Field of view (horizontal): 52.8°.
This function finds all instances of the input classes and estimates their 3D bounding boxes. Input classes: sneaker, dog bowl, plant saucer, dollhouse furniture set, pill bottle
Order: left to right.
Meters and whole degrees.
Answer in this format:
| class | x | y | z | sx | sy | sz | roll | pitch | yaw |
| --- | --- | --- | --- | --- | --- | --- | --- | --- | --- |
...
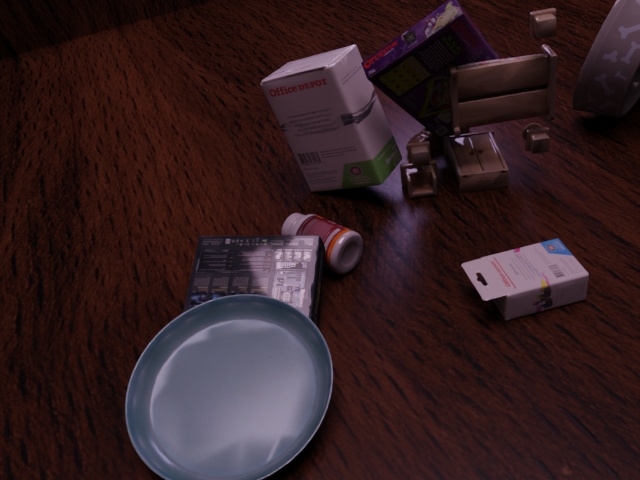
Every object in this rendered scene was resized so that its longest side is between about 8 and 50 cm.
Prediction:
| class | x | y | z | sx | sy | sz | roll | pitch | yaw |
| --- | --- | --- | --- | --- | --- | --- | --- | --- | --- |
| plant saucer | -0.136 | 0.224 | 0.977 | 0.318 | 0.043 | 0.317 | -5 | 51 | 6 |
| pill bottle | 0.000 | 0.000 | 1.236 | 0.152 | 0.086 | 0.086 | 25 | 50 | 36 |
| sneaker | 0.276 | -0.269 | 1.526 | 0.188 | 0.071 | 0.066 | -30 | 42 | -24 |
| dollhouse furniture set | 0.301 | -0.294 | 1.322 | 0.304 | 0.355 | 0.173 | -8 | 37 | 4 |
| dog bowl | 0.700 | -0.431 | 1.434 | 0.102 | 0.348 | 0.349 | 34 | 54 | 24 |

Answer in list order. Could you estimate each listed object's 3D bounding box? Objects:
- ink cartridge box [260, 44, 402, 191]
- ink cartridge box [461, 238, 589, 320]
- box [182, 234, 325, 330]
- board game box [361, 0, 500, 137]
| class | x | y | z | sx | sy | sz | roll | pitch | yaw |
| --- | --- | --- | --- | --- | --- | --- | --- | --- | --- |
| ink cartridge box | 0.025 | -0.251 | 1.362 | 0.198 | 0.272 | 0.114 | -2 | 35 | 40 |
| ink cartridge box | 0.341 | 0.069 | 1.091 | 0.181 | 0.061 | 0.104 | -13 | 38 | -5 |
| box | -0.115 | 0.083 | 1.133 | 0.233 | 0.059 | 0.183 | -1 | 60 | 12 |
| board game box | 0.253 | -0.331 | 1.305 | 0.208 | 0.347 | 0.056 | -26 | 66 | 25 |
